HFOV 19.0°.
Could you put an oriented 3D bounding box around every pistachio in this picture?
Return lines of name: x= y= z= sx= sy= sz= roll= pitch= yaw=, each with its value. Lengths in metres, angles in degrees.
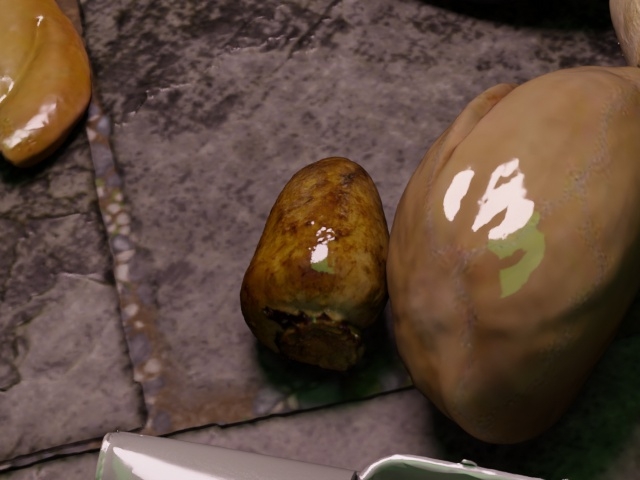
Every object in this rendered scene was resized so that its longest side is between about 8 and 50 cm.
pistachio: x=0.138 y=0.002 z=1.254 sx=0.162 sy=0.181 sz=0.293 roll=-18 pitch=35 yaw=42

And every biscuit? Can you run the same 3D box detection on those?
biscuit: x=-0.284 y=-0.167 z=1.504 sx=0.299 sy=0.045 sz=0.154 roll=32 pitch=58 yaw=26

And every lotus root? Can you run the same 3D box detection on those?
lotus root: x=0.000 y=0.000 z=1.315 sx=0.108 sy=0.094 sz=0.191 roll=-22 pitch=39 yaw=25

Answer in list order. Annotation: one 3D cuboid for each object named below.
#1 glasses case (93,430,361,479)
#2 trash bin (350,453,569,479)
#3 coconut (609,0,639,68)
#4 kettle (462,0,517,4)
glasses case: x=0.008 y=0.200 z=1.158 sx=0.308 sy=0.083 sz=0.128 roll=10 pitch=58 yaw=12
trash bin: x=0.070 y=0.275 z=0.905 sx=0.296 sy=0.368 sz=0.256 roll=11 pitch=53 yaw=13
coconut: x=0.296 y=-0.165 z=1.389 sx=0.161 sy=0.161 sz=0.162 roll=-12 pitch=52 yaw=-5
kettle: x=0.209 y=-0.361 z=1.508 sx=0.321 sy=0.228 sz=0.324 roll=12 pitch=45 yaw=24
